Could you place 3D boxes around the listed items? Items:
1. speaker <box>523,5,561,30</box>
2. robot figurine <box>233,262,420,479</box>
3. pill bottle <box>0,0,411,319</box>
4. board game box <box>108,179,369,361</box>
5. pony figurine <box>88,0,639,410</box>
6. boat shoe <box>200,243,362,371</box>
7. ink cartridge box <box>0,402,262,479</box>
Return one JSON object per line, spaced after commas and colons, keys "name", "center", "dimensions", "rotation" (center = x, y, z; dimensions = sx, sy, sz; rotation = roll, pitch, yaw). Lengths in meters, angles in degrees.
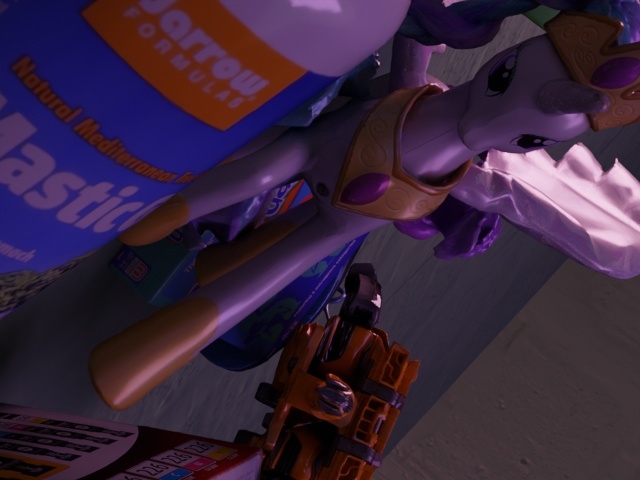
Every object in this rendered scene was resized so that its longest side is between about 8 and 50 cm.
{"name": "speaker", "center": [0.259, -0.301, 1.484], "dimensions": [0.296, 0.131, 0.131], "rotation": [-53, 167, 9]}
{"name": "robot figurine", "center": [-0.003, 0.129, 1.289], "dimensions": [0.291, 0.085, 0.211], "rotation": [133, -19, -76]}
{"name": "pill bottle", "center": [-0.067, -0.090, 0.572], "dimensions": [0.272, 0.152, 0.152], "rotation": [-34, 174, 21]}
{"name": "board game box", "center": [-0.044, -0.005, 1.320], "dimensions": [0.160, 0.047, 0.210], "rotation": [-52, 154, 2]}
{"name": "pony figurine", "center": [0.054, -0.060, 1.075], "dimensions": [0.363, 0.303, 0.351], "rotation": [-25, -171, 21]}
{"name": "boat shoe", "center": [0.000, 0.000, 1.467], "dimensions": [0.258, 0.109, 0.089], "rotation": [-50, 171, 2]}
{"name": "ink cartridge box", "center": [-0.217, 0.188, 1.057], "dimensions": [0.309, 0.272, 0.130], "rotation": [-15, 111, -70]}
